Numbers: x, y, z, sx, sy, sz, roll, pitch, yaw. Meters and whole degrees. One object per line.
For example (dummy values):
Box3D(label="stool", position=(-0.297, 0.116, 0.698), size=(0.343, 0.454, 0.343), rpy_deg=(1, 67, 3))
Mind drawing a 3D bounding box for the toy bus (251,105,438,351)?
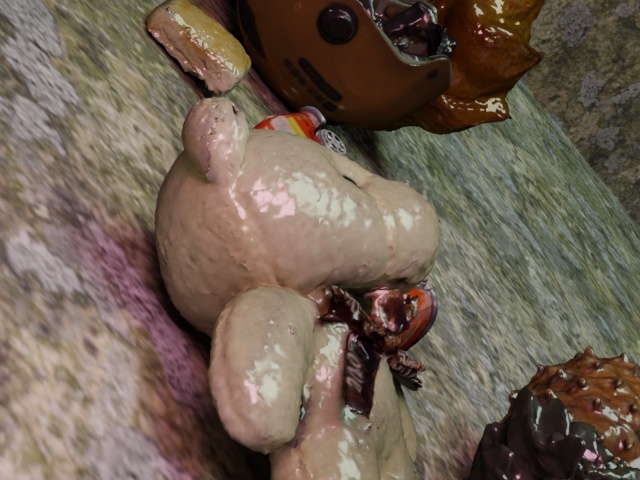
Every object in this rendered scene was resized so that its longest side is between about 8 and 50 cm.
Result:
Box3D(label="toy bus", position=(0.000, 0.000, 0.922), size=(0.174, 0.079, 0.077), rpy_deg=(58, 24, 13))

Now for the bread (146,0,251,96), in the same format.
Box3D(label="bread", position=(-0.090, -0.143, 1.046), size=(0.083, 0.035, 0.070), rpy_deg=(43, 17, -13))

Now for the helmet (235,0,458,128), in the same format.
Box3D(label="helmet", position=(0.007, -0.179, 1.228), size=(0.224, 0.130, 0.198), rpy_deg=(33, 20, -18))

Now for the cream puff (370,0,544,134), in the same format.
Box3D(label="cream puff", position=(0.107, -0.213, 1.392), size=(0.155, 0.269, 0.241), rpy_deg=(28, 59, -35))

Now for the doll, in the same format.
Box3D(label="doll", position=(0.010, 0.065, 0.715), size=(0.175, 0.149, 0.278), rpy_deg=(105, -30, -67))

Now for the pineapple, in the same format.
Box3D(label="pineapple", position=(0.163, 0.174, 0.927), size=(0.310, 0.141, 0.170), rpy_deg=(-23, 101, -67))
